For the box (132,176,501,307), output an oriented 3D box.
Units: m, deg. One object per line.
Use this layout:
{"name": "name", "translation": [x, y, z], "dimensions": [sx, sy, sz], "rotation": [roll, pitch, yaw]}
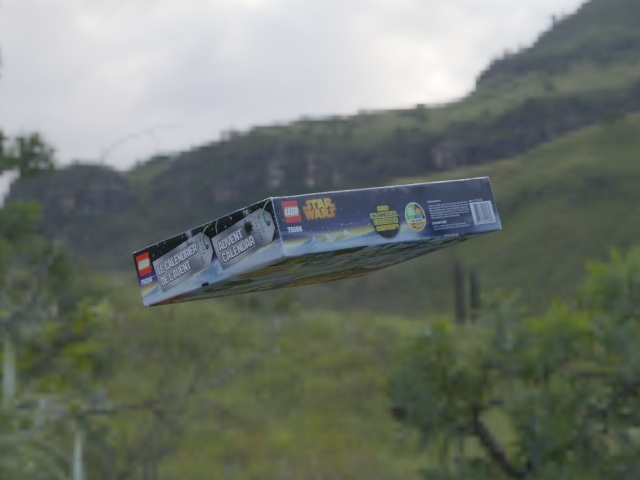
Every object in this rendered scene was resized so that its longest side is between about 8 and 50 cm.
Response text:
{"name": "box", "translation": [0.000, 0.000, 0.720], "dimensions": [0.137, 0.027, 0.094], "rotation": [-7, -10, -46]}
